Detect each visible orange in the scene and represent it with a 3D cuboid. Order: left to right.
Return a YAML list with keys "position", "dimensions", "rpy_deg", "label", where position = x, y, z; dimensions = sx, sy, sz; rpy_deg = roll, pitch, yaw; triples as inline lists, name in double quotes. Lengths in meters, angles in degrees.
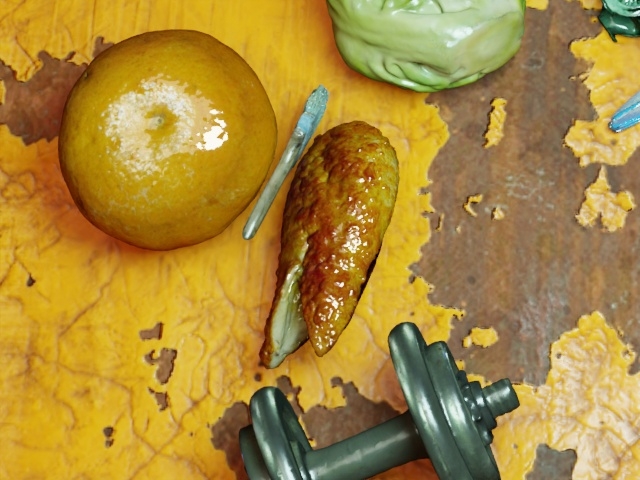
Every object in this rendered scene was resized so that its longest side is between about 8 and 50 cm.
- position: [-0.150, -0.099, 1.751]
  dimensions: [0.224, 0.170, 0.224]
  rpy_deg: [-1, 85, 8]
  label: "orange"

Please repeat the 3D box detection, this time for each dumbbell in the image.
- position: [0.045, 0.193, 1.608]
  dimensions: [0.290, 0.192, 0.192]
  rpy_deg: [-24, 70, 5]
  label: "dumbbell"

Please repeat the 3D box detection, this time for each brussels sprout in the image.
- position: [0.104, -0.250, 1.755]
  dimensions: [0.223, 0.161, 0.223]
  rpy_deg: [4, 61, -7]
  label: "brussels sprout"

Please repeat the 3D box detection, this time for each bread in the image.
- position: [0.005, -0.005, 1.695]
  dimensions: [0.095, 0.139, 0.269]
  rpy_deg: [34, 58, -19]
  label: "bread"

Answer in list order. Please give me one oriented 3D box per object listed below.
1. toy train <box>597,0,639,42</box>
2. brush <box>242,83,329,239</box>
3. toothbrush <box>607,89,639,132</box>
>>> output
- position: [0.314, -0.310, 1.745]
  dimensions: [0.154, 0.115, 0.269]
  rpy_deg: [-33, 68, 7]
  label: "toy train"
- position: [-0.038, -0.073, 1.741]
  dimensions: [0.021, 0.070, 0.196]
  rpy_deg: [27, 55, 2]
  label: "brush"
- position: [0.452, -0.233, 1.734]
  dimensions: [0.413, 0.035, 0.042]
  rpy_deg: [-37, 49, -1]
  label: "toothbrush"
